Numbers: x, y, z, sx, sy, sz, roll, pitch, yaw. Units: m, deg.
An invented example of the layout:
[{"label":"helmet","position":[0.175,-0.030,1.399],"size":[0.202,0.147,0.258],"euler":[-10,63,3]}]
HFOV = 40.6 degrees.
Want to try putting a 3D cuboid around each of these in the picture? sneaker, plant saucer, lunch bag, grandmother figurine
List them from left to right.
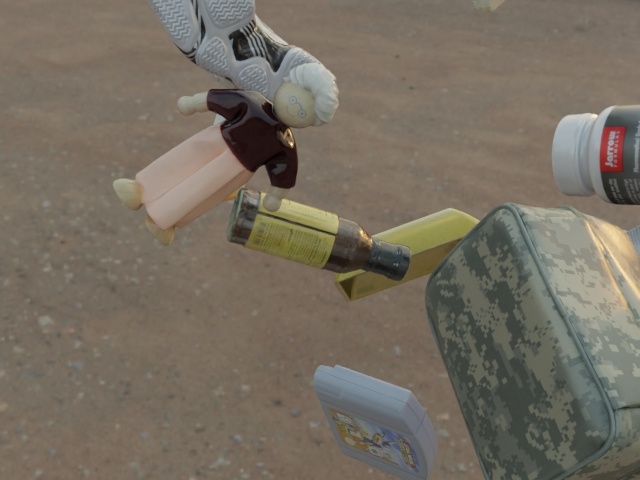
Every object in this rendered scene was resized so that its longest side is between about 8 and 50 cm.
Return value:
[{"label":"sneaker","position":[-0.156,-0.325,1.395],"size":[0.366,0.137,0.210],"euler":[35,0,-36]},{"label":"grandmother figurine","position":[-0.114,-0.127,1.222],"size":[0.342,0.208,0.104],"euler":[-35,28,15]},{"label":"plant saucer","position":[0.188,0.027,1.889],"size":[0.332,0.081,0.333],"euler":[-19,-12,3]},{"label":"lunch bag","position":[0.292,0.126,0.944],"size":[0.256,0.212,0.305],"euler":[2,53,-29]}]

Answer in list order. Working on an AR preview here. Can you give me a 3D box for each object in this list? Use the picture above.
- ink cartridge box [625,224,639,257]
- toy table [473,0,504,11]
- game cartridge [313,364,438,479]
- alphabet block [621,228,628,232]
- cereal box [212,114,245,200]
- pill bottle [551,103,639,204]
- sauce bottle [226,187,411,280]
[{"label":"ink cartridge box","position":[0.637,0.058,1.496],"size":[0.324,0.330,0.071],"euler":[29,45,-36]},{"label":"toy table","position":[0.282,-0.448,1.242],"size":[0.274,0.161,0.252],"euler":[-33,41,-31]},{"label":"game cartridge","position":[0.106,0.333,1.520],"size":[0.198,0.297,0.062],"euler":[20,59,29]},{"label":"alphabet block","position":[0.543,0.080,1.796],"size":[0.197,0.192,0.193],"euler":[18,41,-14]},{"label":"cereal box","position":[-0.182,-0.197,1.814],"size":[0.047,0.240,0.173],"euler":[27,19,16]},{"label":"pill bottle","position":[0.521,-0.134,1.355],"size":[0.283,0.161,0.161],"euler":[4,22,39]},{"label":"sauce bottle","position":[0.000,0.000,1.608],"size":[0.344,0.111,0.111],"euler":[18,24,-13]}]
